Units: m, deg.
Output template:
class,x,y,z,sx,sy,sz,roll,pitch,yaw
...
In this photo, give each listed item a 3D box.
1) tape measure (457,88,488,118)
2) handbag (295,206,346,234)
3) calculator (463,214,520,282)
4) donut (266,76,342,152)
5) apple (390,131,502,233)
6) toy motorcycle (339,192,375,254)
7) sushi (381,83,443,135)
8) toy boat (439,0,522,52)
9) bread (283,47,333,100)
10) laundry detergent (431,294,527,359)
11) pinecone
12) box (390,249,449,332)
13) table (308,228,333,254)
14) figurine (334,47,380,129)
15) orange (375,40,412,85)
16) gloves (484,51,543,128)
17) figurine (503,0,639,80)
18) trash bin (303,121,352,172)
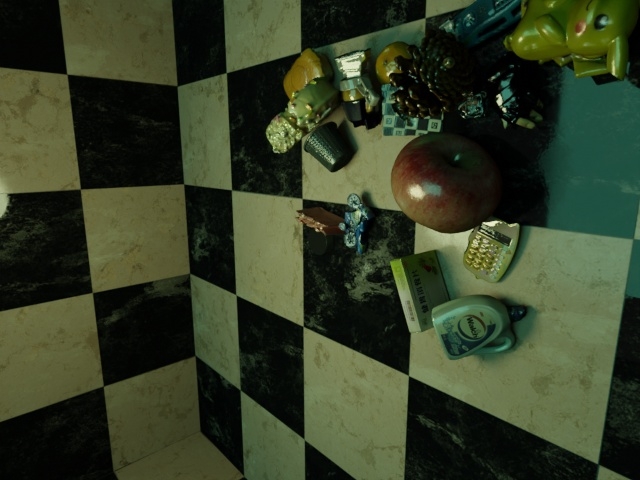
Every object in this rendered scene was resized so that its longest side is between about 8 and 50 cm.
class,x,y,z,sx,sy,sz,roll,pitch,yaw
tape measure,0.481,-0.430,1.311,0.094,0.054,0.091,14,105,41
handbag,0.006,-0.085,1.838,0.212,0.157,0.059,29,118,41
calculator,0.548,0.025,1.349,0.157,0.033,0.237,36,126,37
donut,-0.061,-0.516,1.681,0.150,0.307,0.371,49,155,-11
apple,0.378,-0.167,1.296,0.345,0.344,0.269,52,153,28
toy motorcycle,0.158,-0.066,1.728,0.135,0.092,0.255,25,125,33
sushi,0.323,-0.460,1.458,0.210,0.040,0.193,1,106,19
toy boat,0.497,-0.673,1.218,0.298,0.092,0.134,-21,78,49
bread,-0.056,-0.699,1.812,0.245,0.121,0.174,-32,73,45
laundry detergent,0.523,0.276,1.350,0.280,0.105,0.215,-18,104,22
pinecone,0.325,-0.501,1.290,0.264,0.264,0.264,13,107,46
box,0.361,0.176,1.476,0.062,0.175,0.261,-22,81,57
table,0.000,0.000,1.950,0.133,0.043,0.134,14,109,47
figurine,0.143,-0.557,1.559,0.143,0.308,0.309,-8,93,8
orange,0.263,-0.614,1.465,0.156,0.124,0.156,20,117,46
gloves,0.557,-0.409,1.194,0.164,0.124,0.204,117,137,-58
figurine,0.635,-0.517,1.031,0.326,0.169,0.218,24,92,50
trash bin,0.045,-0.379,1.746,0.161,0.175,0.175,51,133,11
